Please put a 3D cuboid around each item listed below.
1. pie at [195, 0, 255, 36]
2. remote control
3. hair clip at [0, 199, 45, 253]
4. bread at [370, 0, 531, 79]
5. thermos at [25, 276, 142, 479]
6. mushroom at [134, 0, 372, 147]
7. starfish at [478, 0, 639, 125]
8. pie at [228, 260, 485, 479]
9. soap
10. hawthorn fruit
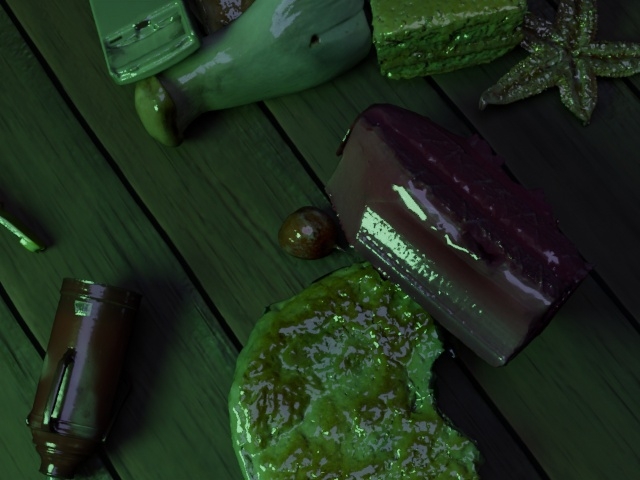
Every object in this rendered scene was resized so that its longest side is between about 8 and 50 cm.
[{"bbox_3d":[-0.130,-0.380,1.397,0.128,0.068,0.283,-19,75,-4],"label":"pie"},{"bbox_3d":[-0.231,-0.303,1.328,0.123,0.038,0.285,-28,48,2],"label":"remote control"},{"bbox_3d":[-0.419,-0.041,1.295,0.188,0.060,0.033,29,91,7],"label":"hair clip"},{"bbox_3d":[0.160,-0.291,1.318,0.196,0.102,0.138,-11,62,10],"label":"bread"},{"bbox_3d":[-0.276,0.163,1.185,0.098,0.124,0.232,11,79,9],"label":"thermos"},{"bbox_3d":[-0.086,-0.240,1.311,0.328,0.122,0.159,-28,92,-5],"label":"mushroom"},{"bbox_3d":[0.325,-0.261,1.346,0.295,0.048,0.231,-13,71,-3],"label":"starfish"},{"bbox_3d":[0.044,0.200,1.181,0.296,0.078,0.371,-7,69,-1],"label":"pie"},{"bbox_3d":[0.144,-0.025,1.183,0.325,0.127,0.220,43,33,12],"label":"soap"},{"bbox_3d":[0.000,0.000,1.252,0.103,0.067,0.067,26,73,27],"label":"hawthorn fruit"}]
